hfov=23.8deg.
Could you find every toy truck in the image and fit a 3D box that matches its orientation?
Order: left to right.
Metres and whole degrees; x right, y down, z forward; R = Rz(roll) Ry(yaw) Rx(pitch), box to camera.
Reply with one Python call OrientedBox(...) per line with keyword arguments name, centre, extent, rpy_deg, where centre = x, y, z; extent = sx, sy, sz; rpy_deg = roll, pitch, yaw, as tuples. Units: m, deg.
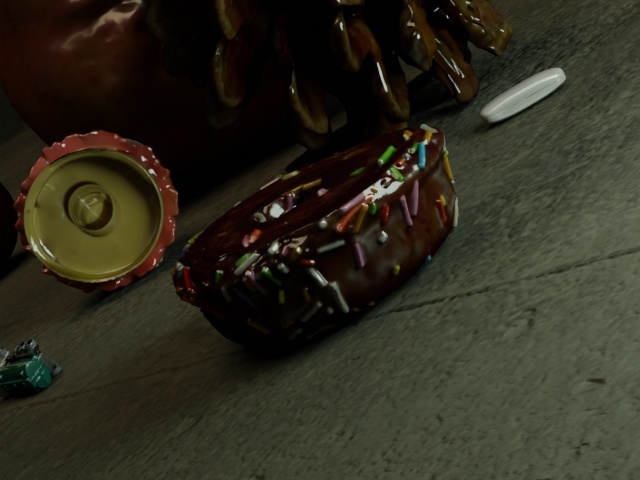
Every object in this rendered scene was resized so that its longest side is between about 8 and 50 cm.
OrientedBox(name="toy truck", centre=(-0.276, 0.121, 1.393), extent=(0.083, 0.039, 0.044), rpy_deg=(-14, 35, 46))

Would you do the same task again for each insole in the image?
OrientedBox(name="insole", centre=(0.065, -0.144, 1.698), extent=(0.253, 0.005, 0.086), rpy_deg=(-35, 15, -18))

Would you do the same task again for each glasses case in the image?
OrientedBox(name="glasses case", centre=(0.181, -0.130, 1.359), extent=(0.083, 0.021, 0.032), rpy_deg=(-30, 16, 0))

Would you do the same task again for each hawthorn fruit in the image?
OrientedBox(name="hawthorn fruit", centre=(-0.205, -0.280, 1.939), extent=(0.472, 0.472, 0.472), rpy_deg=(-29, 13, 8))

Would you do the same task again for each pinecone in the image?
OrientedBox(name="pinecone", centre=(0.020, -0.267, 1.503), extent=(0.398, 0.398, 0.398), rpy_deg=(-29, 13, 8))

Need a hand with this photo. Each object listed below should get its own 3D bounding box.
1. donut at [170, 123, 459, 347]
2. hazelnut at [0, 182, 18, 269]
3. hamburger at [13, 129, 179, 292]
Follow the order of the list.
OrientedBox(name="donut", centre=(0.000, 0.000, 1.130), extent=(0.235, 0.089, 0.235), rpy_deg=(-28, 14, 7))
OrientedBox(name="hazelnut", centre=(-0.509, -0.006, 2.090), extent=(0.170, 0.160, 0.201), rpy_deg=(-21, 22, 40))
OrientedBox(name="hamburger", centre=(-0.226, -0.036, 1.597), extent=(0.175, 0.175, 0.137), rpy_deg=(-28, 7, 8))
